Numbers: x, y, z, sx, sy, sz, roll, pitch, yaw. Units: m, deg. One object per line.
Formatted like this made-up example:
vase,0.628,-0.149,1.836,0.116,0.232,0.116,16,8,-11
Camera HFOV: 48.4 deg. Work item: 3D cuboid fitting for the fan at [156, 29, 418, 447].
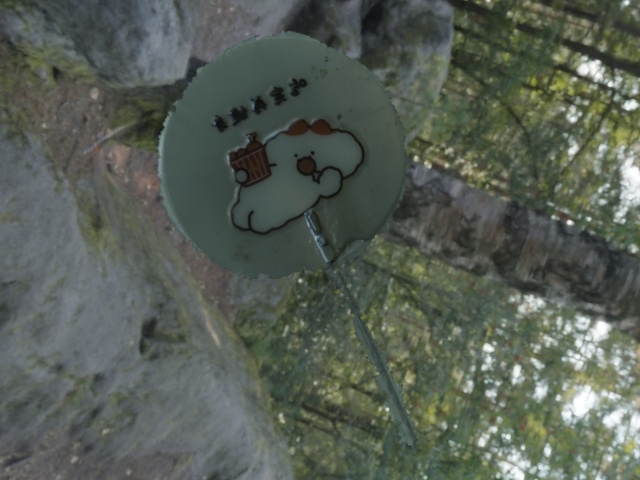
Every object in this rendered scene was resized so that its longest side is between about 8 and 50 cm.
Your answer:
fan,0.000,0.000,0.531,0.191,0.329,0.009,-26,175,-1
